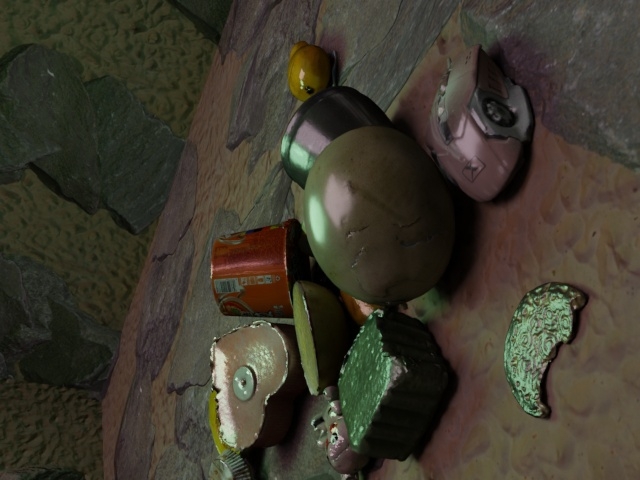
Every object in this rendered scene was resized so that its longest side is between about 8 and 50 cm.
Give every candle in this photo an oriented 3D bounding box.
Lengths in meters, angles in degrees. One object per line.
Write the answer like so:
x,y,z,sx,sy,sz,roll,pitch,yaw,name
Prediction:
-0.155,0.333,1.957,0.287,0.131,0.317,29,101,41,candle

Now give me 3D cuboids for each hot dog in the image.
-0.234,0.648,2.044,0.144,0.075,0.268,38,125,28,hot dog

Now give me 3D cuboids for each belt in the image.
0.027,0.068,1.848,0.140,0.058,0.105,121,158,-43,belt

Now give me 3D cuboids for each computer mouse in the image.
0.253,-0.227,1.420,0.199,0.114,0.389,-53,33,38,computer mouse

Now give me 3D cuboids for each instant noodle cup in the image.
-0.140,0.076,1.917,0.250,0.192,0.251,-5,-90,-80,instant noodle cup

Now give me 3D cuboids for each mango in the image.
-0.032,-0.470,2.233,0.262,0.108,0.157,-98,20,-57,mango
0.093,0.110,1.637,0.115,0.089,0.165,-41,44,40,mango

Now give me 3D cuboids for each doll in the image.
0.046,0.379,1.578,0.192,0.095,0.149,-113,36,-52,doll

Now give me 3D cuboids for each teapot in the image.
0.047,-0.139,1.686,0.322,0.239,0.239,-53,49,7,teapot

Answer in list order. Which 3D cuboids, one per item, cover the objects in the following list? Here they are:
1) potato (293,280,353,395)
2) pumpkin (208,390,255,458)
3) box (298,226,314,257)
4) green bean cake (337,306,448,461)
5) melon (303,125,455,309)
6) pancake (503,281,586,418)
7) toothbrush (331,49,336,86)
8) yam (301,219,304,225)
0.014,0.202,1.689,0.299,0.115,0.239,96,167,-65,potato
-0.213,0.481,2.129,0.217,0.110,0.218,-6,82,55,pumpkin
0.000,0.000,1.884,0.105,0.105,0.037,-49,25,48,box
0.121,0.249,1.441,0.227,0.124,0.223,-116,42,-60,green bean cake
0.106,-0.036,1.447,0.268,0.268,0.330,-34,72,58,melon
0.324,0.149,1.157,0.184,0.020,0.190,-98,30,-42,pancake
0.038,-0.451,2.174,0.017,0.014,0.162,-32,47,40,toothbrush
0.012,-0.076,1.960,0.300,0.066,0.066,126,148,-46,yam
